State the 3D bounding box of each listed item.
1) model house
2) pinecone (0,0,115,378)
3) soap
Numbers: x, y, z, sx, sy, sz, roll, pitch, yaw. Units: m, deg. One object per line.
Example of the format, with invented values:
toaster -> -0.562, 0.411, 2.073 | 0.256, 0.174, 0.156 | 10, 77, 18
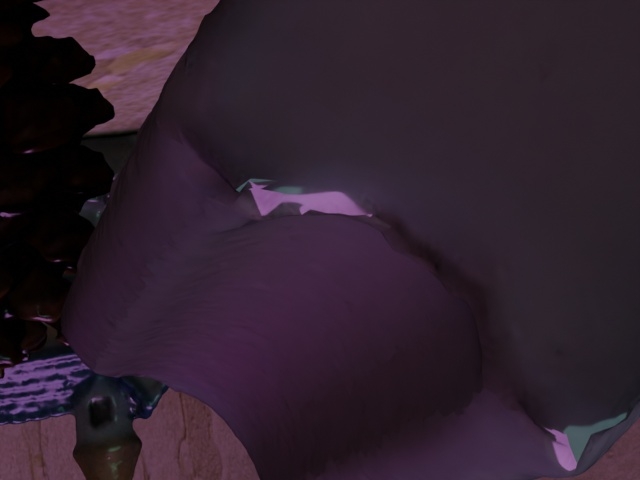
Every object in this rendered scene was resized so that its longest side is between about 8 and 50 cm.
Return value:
model house -> -0.204, 0.082, 1.543 | 0.267, 0.325, 0.194 | -7, 173, -11
pinecone -> -0.220, -0.048, 0.962 | 0.224, 0.272, 0.224 | -19, -160, 7
soap -> 0.058, -0.058, 0.792 | 0.350, 0.213, 0.435 | -53, -176, -16
